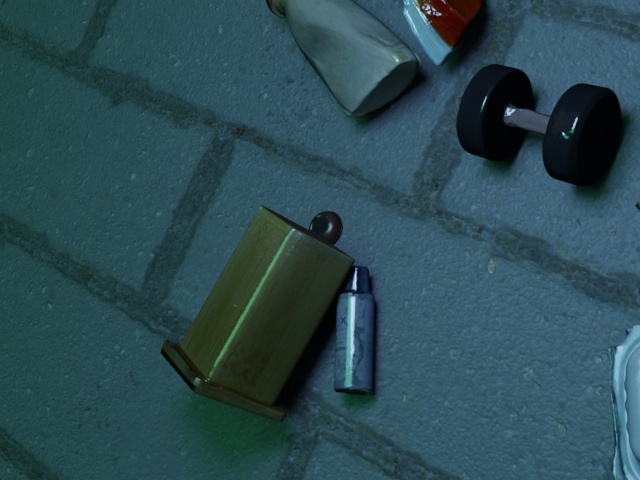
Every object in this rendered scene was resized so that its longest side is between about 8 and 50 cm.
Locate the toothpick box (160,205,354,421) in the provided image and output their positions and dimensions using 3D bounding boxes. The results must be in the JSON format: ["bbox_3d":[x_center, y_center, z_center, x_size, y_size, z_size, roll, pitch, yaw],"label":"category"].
[{"bbox_3d":[-0.098,0.118,1.863,0.308,0.190,0.187,-61,30,3],"label":"toothpick box"}]

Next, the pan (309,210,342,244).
[{"bbox_3d":[0.000,0.000,1.961,0.068,0.023,0.115,8,80,36],"label":"pan"}]

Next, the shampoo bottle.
[{"bbox_3d":[0.057,0.150,1.845,0.072,0.072,0.214,-9,70,33],"label":"shampoo bottle"}]

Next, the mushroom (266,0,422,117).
[{"bbox_3d":[0.034,-0.366,1.989,0.407,0.138,0.154,52,149,40],"label":"mushroom"}]

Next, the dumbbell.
[{"bbox_3d":[0.336,-0.181,1.700,0.218,0.152,0.152,21,88,38],"label":"dumbbell"}]

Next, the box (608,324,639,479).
[{"bbox_3d":[0.537,0.220,1.458,0.337,0.106,0.264,-10,70,33],"label":"box"}]

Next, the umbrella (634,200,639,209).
[{"bbox_3d":[0.500,-0.039,1.619,0.083,0.031,0.020,34,128,40],"label":"umbrella"}]

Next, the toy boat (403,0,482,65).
[{"bbox_3d":[0.178,-0.448,1.914,0.133,0.145,0.331,-45,49,44],"label":"toy boat"}]
